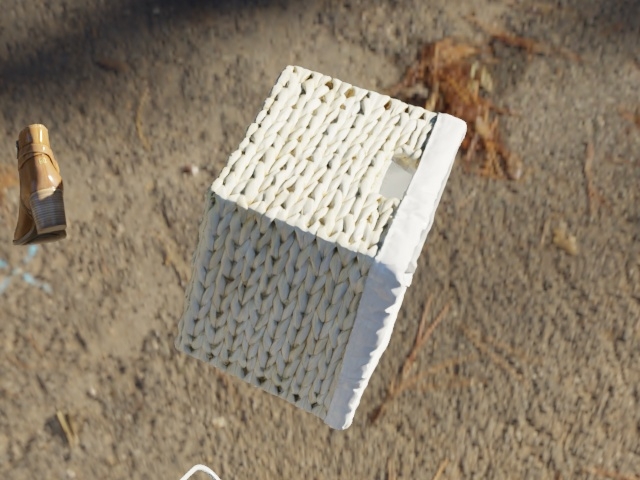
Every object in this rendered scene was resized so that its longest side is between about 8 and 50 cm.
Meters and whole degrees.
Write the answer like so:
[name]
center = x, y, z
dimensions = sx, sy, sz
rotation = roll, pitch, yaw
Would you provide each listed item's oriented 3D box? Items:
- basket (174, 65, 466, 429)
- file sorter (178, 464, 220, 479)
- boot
[basket]
center = 0.000, 0.000, 1.668
dimensions = 0.266, 0.331, 0.328
rotation = 22, 44, 5
[file sorter]
center = -0.213, 0.441, 1.602
dimensions = 0.278, 0.173, 0.193
rotation = -39, 89, 23
[boot]
center = -0.410, -0.076, 1.830
dimensions = 0.073, 0.197, 0.152
rotation = -8, 81, -28
